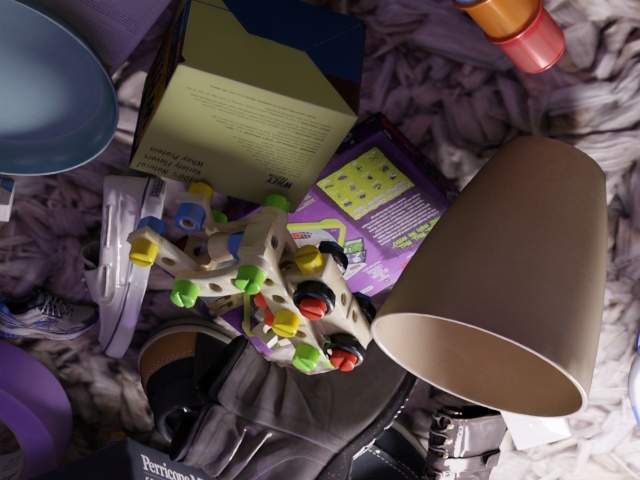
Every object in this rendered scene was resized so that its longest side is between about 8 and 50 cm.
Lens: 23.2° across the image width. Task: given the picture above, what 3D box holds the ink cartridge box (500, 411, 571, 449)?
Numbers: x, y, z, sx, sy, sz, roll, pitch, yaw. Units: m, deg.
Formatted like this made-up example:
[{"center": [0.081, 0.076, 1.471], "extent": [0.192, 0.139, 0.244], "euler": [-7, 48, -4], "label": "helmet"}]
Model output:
[{"center": [0.251, 0.143, 2.007], "extent": [0.078, 0.134, 0.231], "euler": [-16, 129, 14], "label": "ink cartridge box"}]

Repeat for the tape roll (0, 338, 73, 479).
[{"center": [-0.477, 0.252, 2.098], "extent": [0.275, 0.090, 0.274], "euler": [4, 125, 6], "label": "tape roll"}]

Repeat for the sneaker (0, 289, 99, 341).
[{"center": [-0.355, 0.094, 2.013], "extent": [0.135, 0.052, 0.058], "euler": [-2, 128, 1], "label": "sneaker"}]

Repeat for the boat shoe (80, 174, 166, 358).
[{"center": [-0.255, 0.032, 1.930], "extent": [0.088, 0.096, 0.267], "euler": [13, 129, -6], "label": "boat shoe"}]

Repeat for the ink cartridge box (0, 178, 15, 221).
[{"center": [-0.414, -0.053, 1.880], "extent": [0.083, 0.048, 0.028], "euler": [8, 131, -6], "label": "ink cartridge box"}]

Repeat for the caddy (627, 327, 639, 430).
[{"center": [0.475, 0.164, 1.963], "extent": [0.179, 0.241, 0.341], "euler": [-6, 131, -4], "label": "caddy"}]

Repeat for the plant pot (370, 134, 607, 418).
[{"center": [0.224, 0.026, 1.794], "extent": [0.257, 0.274, 0.256], "euler": [20, 159, 8], "label": "plant pot"}]

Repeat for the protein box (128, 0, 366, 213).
[{"center": [-0.081, -0.158, 1.701], "extent": [0.200, 0.136, 0.201], "euler": [16, 146, -14], "label": "protein box"}]

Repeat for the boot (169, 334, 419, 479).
[{"center": [-0.023, 0.183, 1.962], "extent": [0.223, 0.338, 0.118], "euler": [39, 157, -12], "label": "boot"}]

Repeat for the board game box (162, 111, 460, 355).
[{"center": [0.000, 0.000, 1.937], "extent": [0.347, 0.056, 0.208], "euler": [-31, 121, 24], "label": "board game box"}]

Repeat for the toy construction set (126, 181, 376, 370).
[{"center": [-0.058, 0.059, 1.794], "extent": [0.215, 0.151, 0.327], "euler": [0, 157, 25], "label": "toy construction set"}]

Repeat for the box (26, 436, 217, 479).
[{"center": [-0.202, 0.577, 2.079], "extent": [0.297, 0.471, 0.480], "euler": [-26, 149, 19], "label": "box"}]

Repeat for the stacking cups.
[{"center": [0.154, -0.291, 1.641], "extent": [0.096, 0.096, 0.316], "euler": [-31, 125, 24], "label": "stacking cups"}]

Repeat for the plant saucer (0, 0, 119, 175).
[{"center": [-0.374, -0.185, 1.723], "extent": [0.318, 0.043, 0.317], "euler": [7, 144, 5], "label": "plant saucer"}]

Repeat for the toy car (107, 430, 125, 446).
[{"center": [-0.336, 0.270, 2.176], "extent": [0.122, 0.040, 0.060], "euler": [1, 132, 0], "label": "toy car"}]

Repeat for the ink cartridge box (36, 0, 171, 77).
[{"center": [-0.277, -0.286, 1.675], "extent": [0.223, 0.045, 0.224], "euler": [28, 128, -23], "label": "ink cartridge box"}]

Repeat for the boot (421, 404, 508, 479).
[{"center": [0.149, 0.330, 2.122], "extent": [0.263, 0.091, 0.229], "euler": [-9, 114, -39], "label": "boot"}]

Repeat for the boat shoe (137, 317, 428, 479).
[{"center": [-0.038, 0.281, 2.117], "extent": [0.500, 0.156, 0.187], "euler": [33, 122, -28], "label": "boat shoe"}]
